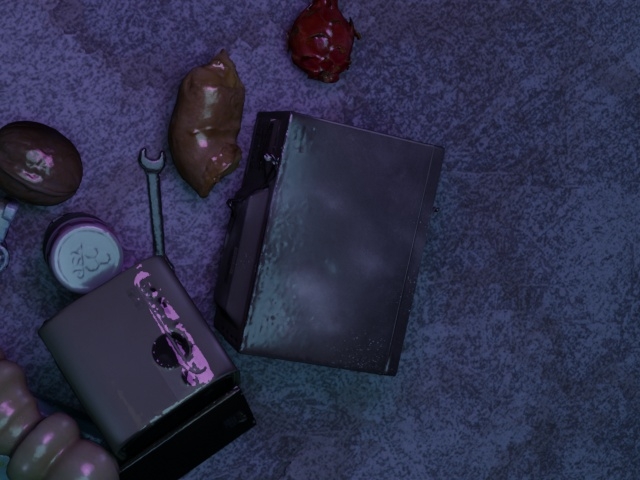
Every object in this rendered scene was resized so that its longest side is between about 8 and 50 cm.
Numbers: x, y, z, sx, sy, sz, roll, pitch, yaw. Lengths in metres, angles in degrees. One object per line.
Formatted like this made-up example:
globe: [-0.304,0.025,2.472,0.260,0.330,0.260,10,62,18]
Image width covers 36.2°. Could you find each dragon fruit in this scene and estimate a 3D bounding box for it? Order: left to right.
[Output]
dragon fruit: [-0.001,-0.379,1.840,0.136,0.133,0.165,-14,107,-60]

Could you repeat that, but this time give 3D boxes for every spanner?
spanner: [-0.306,-0.047,1.831,0.054,0.015,0.254,-6,99,-18]

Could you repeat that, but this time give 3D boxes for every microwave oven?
microwave oven: [0.000,0.000,1.824,0.375,0.236,0.431,12,93,-20]

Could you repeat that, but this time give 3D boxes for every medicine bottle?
medicine bottle: [-0.418,0.022,1.720,0.135,0.168,0.135,-2,97,-18]

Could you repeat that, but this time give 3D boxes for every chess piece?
chess piece: [-0.480,0.331,1.612,0.330,0.182,0.182,36,84,8]

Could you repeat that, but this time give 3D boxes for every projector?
projector: [-0.307,0.207,1.696,0.249,0.248,0.249,-33,78,-13]

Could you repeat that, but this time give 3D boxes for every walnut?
walnut: [-0.494,-0.133,1.695,0.162,0.140,0.140,21,90,-30]

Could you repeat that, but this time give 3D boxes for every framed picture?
framed picture: [-0.272,0.401,1.800,0.339,0.255,0.014,-34,67,-11]

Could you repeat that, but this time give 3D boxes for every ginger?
ginger: [-0.203,-0.210,1.774,0.152,0.138,0.267,1,95,24]

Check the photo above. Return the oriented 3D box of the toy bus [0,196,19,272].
toy bus: [-0.644,0.050,1.658,0.190,0.152,0.312,22,90,-20]

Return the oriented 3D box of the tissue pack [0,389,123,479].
tissue pack: [-0.498,0.385,1.782,0.263,0.089,0.177,28,85,-20]
